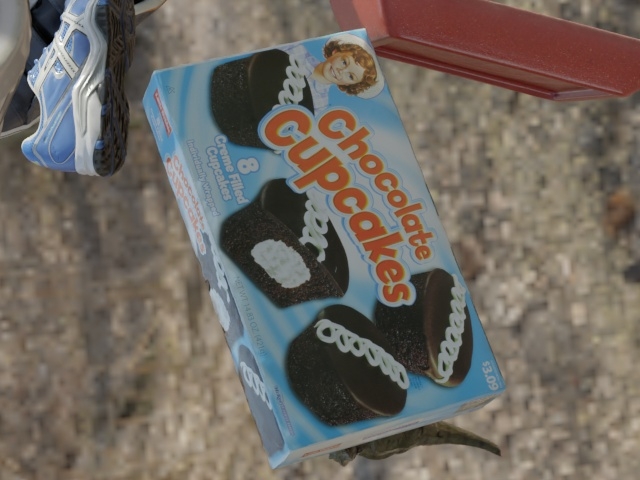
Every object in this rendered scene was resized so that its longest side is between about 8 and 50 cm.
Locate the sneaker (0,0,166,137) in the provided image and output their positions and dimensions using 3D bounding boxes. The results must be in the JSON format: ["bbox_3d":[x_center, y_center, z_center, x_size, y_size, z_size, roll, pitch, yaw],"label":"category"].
[{"bbox_3d":[-0.255,-0.233,1.881,0.126,0.321,0.127,46,173,-5],"label":"sneaker"}]

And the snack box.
[{"bbox_3d":[0.000,0.000,1.457,0.060,0.187,0.322,126,126,-63],"label":"snack box"}]

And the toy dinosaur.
[{"bbox_3d":[0.077,0.159,1.812,0.064,0.268,0.118,-20,74,39],"label":"toy dinosaur"}]

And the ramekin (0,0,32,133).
[{"bbox_3d":[-0.327,-0.154,1.291,0.127,0.273,0.272,-43,53,44],"label":"ramekin"}]

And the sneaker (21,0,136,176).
[{"bbox_3d":[-0.204,-0.156,1.564,0.080,0.081,0.211,56,-144,-65],"label":"sneaker"}]

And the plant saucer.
[{"bbox_3d":[0.143,-0.165,1.587,0.259,0.258,0.047,-156,80,-81],"label":"plant saucer"}]
